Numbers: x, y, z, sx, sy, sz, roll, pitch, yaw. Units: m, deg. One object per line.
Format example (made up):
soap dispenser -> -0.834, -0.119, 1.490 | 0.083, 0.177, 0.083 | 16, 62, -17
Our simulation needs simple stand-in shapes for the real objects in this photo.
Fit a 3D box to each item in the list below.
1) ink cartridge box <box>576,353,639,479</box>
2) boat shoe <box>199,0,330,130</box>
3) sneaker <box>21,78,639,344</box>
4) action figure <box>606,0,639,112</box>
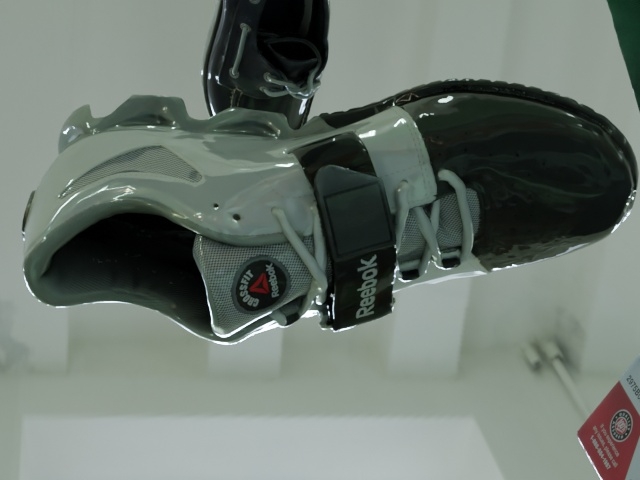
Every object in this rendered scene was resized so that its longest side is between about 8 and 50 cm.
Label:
ink cartridge box -> 0.227, 0.083, 0.736 | 0.072, 0.127, 0.175 | 25, -68, -23
boat shoe -> -0.031, -0.117, 0.905 | 0.075, 0.065, 0.206 | -11, -46, -19
sneaker -> 0.000, 0.000, 0.759 | 0.331, 0.146, 0.122 | -3, -55, 13
action figure -> 0.117, -0.167, 0.505 | 0.137, 0.232, 0.063 | -33, -23, 18
